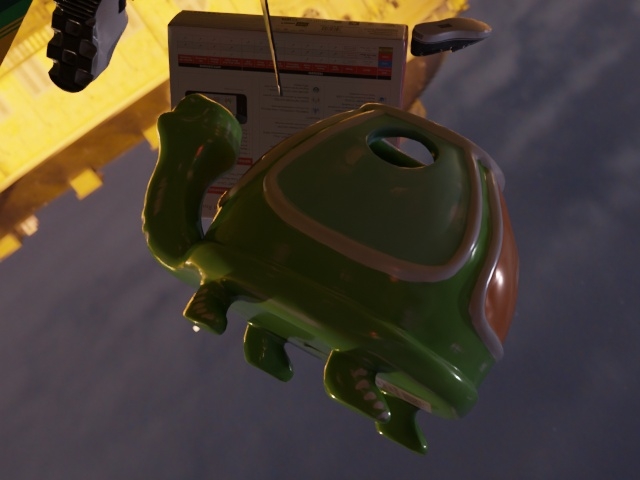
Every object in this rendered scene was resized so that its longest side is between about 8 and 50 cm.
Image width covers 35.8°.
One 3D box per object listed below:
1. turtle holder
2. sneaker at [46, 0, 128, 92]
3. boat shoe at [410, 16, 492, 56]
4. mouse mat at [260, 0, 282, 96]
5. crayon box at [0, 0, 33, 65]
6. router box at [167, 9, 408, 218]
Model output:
[{"bbox_3d":[0.014,0.010,0.821,0.320,0.243,0.227,20,-103,42],"label":"turtle holder"},{"bbox_3d":[-0.402,-0.437,1.775,0.146,0.122,0.330,-50,166,-57],"label":"sneaker"},{"bbox_3d":[0.183,-0.288,1.410,0.142,0.040,0.049,-12,-136,-33],"label":"boat shoe"},{"bbox_3d":[-0.054,-0.238,0.854,0.007,0.189,0.152,-11,-133,-1],"label":"mouse mat"},{"bbox_3d":[-0.497,-0.504,1.536,0.313,0.106,0.362,-43,-134,42],"label":"crayon box"},{"bbox_3d":[-0.050,-0.172,1.455,0.336,0.301,0.082,5,-152,5],"label":"router box"}]
